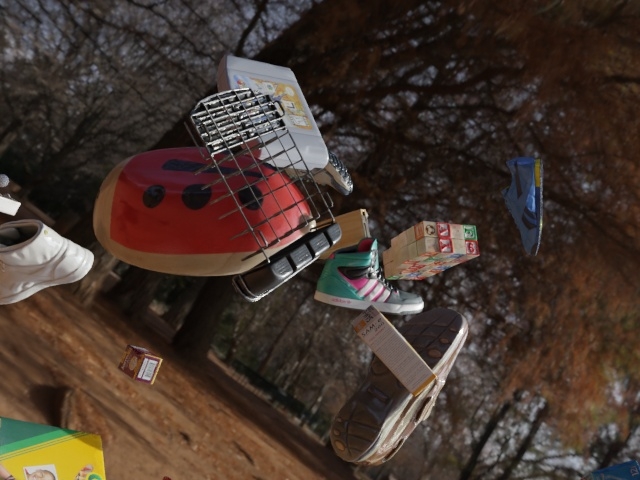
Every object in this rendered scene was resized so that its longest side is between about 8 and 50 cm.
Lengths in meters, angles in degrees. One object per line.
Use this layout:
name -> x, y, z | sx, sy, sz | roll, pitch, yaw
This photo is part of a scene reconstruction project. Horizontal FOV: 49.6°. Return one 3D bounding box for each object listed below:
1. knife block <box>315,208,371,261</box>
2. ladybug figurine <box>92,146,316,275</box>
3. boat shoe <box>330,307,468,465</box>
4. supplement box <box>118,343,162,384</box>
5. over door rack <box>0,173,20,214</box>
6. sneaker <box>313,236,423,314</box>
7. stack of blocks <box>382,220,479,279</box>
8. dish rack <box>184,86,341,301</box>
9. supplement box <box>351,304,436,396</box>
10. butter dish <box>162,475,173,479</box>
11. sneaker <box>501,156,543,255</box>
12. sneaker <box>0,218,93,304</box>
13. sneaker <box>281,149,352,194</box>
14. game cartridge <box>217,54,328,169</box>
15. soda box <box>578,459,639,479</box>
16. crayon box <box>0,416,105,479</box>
knife block -> 0.000, 0.000, 1.921 | 0.242, 0.088, 0.276 | -9, -10, -8
ladybug figurine -> -0.225, -0.070, 1.304 | 0.449, 0.305, 0.162 | 5, -53, 13
boat shoe -> 0.150, 0.261, 1.230 | 0.123, 0.324, 0.116 | 36, -8, 48
supplement box -> -0.359, 0.245, 1.375 | 0.043, 0.055, 0.083 | 26, -10, -38
over door rack -> -0.585, -0.003, 1.104 | 0.324, 0.239, 0.108 | 29, 2, 44
sneaker -> 0.136, 0.084, 1.738 | 0.295, 0.178, 0.124 | 9, 4, -23
stack of blocks -> 0.288, 0.035, 1.968 | 0.171, 0.087, 0.297 | 3, -18, -24
dish rack -> -0.084, -0.076, 0.961 | 0.074, 0.208, 0.271 | -24, -84, 35
supplement box -> 0.082, 0.124, 0.790 | 0.098, 0.036, 0.062 | 48, -1, -7
butter dish -> -0.262, 0.585, 1.451 | 0.160, 0.160, 0.118 | 18, 11, 41
sneaker -> 0.419, -0.070, 1.435 | 0.082, 0.069, 0.209 | 0, -73, 20
sneaker -> -0.634, 0.035, 1.423 | 0.292, 0.108, 0.169 | -18, -39, 22
sneaker -> -0.038, -0.207, 1.867 | 0.283, 0.122, 0.110 | 39, 20, -10
game cartridge -> -0.114, -0.281, 1.494 | 0.198, 0.062, 0.297 | 5, 50, -38
soda box -> 0.437, 0.383, 1.040 | 0.210, 0.067, 0.071 | 63, 11, -64
crayon box -> -0.371, 0.380, 0.916 | 0.165, 0.081, 0.278 | 26, 26, -39
